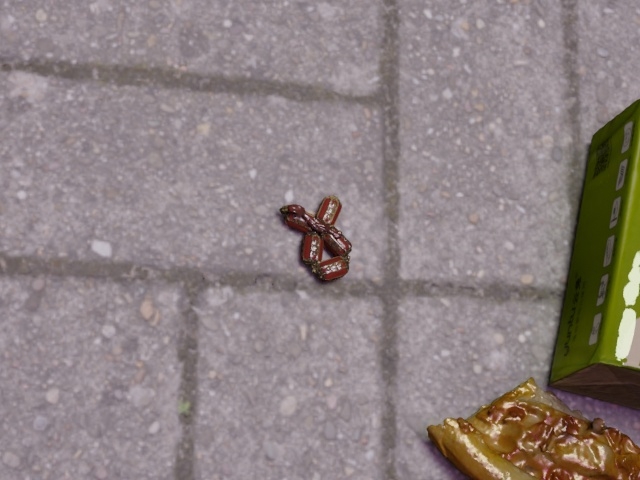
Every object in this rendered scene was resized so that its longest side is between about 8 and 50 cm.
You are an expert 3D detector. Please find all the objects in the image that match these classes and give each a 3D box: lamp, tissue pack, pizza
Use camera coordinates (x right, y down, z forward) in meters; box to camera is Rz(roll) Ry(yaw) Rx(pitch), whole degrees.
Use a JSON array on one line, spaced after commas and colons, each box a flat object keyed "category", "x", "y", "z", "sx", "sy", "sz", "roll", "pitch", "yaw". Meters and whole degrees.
[{"category": "lamp", "x": 0.000, "y": 0.000, "z": 1.686, "sx": 0.063, "sy": 0.031, "sz": 0.083, "roll": -14, "pitch": 84, "yaw": -16}, {"category": "tissue pack", "x": 0.360, "y": 0.028, "z": 1.695, "sx": 0.200, "sy": 0.167, "sz": 0.274, "roll": 15, "pitch": 74, "yaw": -8}, {"category": "pizza", "x": 0.235, "y": 0.217, "z": 1.673, "sx": 0.271, "sy": 0.056, "sz": 0.134, "roll": 29, "pitch": 63, "yaw": -2}]
